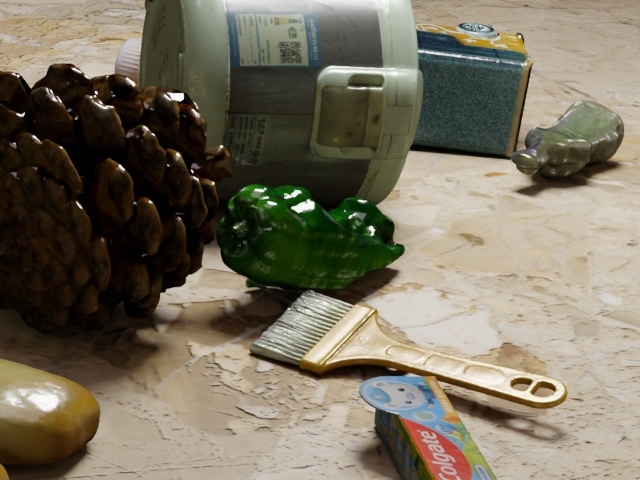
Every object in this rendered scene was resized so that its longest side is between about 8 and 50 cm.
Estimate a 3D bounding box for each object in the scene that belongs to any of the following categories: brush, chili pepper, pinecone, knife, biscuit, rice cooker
[{"bbox_3d":[0.080,0.099,1.573,0.272,0.013,0.103,13,35,27],"label":"brush"},{"bbox_3d":[-0.001,-0.001,1.735,0.099,0.083,0.253,50,21,21],"label":"chili pepper"},{"bbox_3d":[-0.203,-0.035,1.606,0.244,0.243,0.257,15,7,22],"label":"pinecone"},{"bbox_3d":[0.015,0.071,1.675,0.054,0.015,0.212,-1,19,-39],"label":"knife"},{"bbox_3d":[-0.327,0.124,1.342,0.291,0.062,0.237,15,20,17],"label":"biscuit"},{"bbox_3d":[-0.037,-0.167,1.943,0.277,0.288,0.288,1,20,-16],"label":"rice cooker"}]

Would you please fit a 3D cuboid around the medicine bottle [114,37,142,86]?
[{"bbox_3d":[-0.133,-0.185,2.189,0.213,0.121,0.122,14,21,21],"label":"medicine bottle"}]

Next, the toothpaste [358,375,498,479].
[{"bbox_3d":[0.076,0.160,1.398,0.070,0.044,0.193,1,20,-12],"label":"toothpaste"}]

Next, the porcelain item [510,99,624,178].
[{"bbox_3d":[0.283,-0.108,2.188,0.081,0.069,0.216,28,25,20],"label":"porcelain item"}]

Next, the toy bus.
[{"bbox_3d":[0.110,-0.192,2.272,0.275,0.138,0.167,7,21,-5],"label":"toy bus"}]
